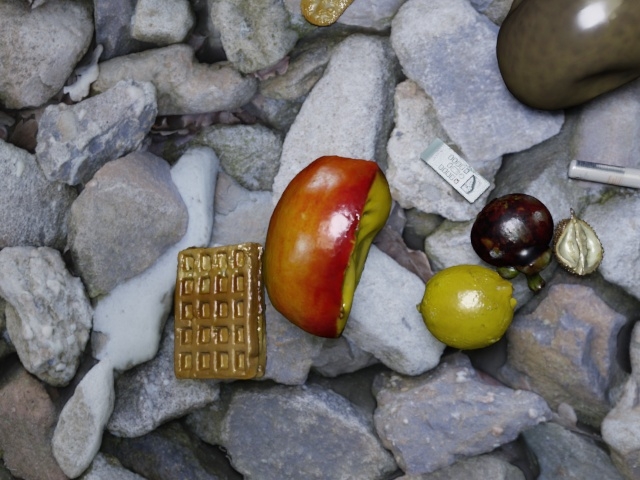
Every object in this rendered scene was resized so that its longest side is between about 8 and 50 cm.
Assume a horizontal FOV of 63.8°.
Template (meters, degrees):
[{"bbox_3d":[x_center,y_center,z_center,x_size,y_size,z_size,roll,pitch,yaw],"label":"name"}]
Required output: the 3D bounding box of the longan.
[{"bbox_3d":[0.508,-0.414,0.994,0.350,0.288,0.288,-37,73,36],"label":"longan"}]

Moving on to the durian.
[{"bbox_3d":[0.509,0.007,1.051,0.111,0.071,0.140,-1,78,-19],"label":"durian"}]

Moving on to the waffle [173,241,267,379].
[{"bbox_3d":[-0.243,0.170,1.252,0.224,0.098,0.327,-3,84,15],"label":"waffle"}]

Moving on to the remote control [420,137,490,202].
[{"bbox_3d":[0.301,-0.158,1.159,0.061,0.029,0.162,-46,78,9],"label":"remote control"}]

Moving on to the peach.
[{"bbox_3d":[0.000,0.000,1.097,0.243,0.306,0.380,22,96,11],"label":"peach"}]

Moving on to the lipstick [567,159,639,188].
[{"bbox_3d":[0.589,-0.138,1.063,0.141,0.040,0.040,13,88,19],"label":"lipstick"}]

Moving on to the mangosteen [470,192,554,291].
[{"bbox_3d":[0.396,-0.006,1.037,0.172,0.172,0.184,-38,53,9],"label":"mangosteen"}]

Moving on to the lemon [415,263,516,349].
[{"bbox_3d":[0.300,0.133,1.048,0.206,0.174,0.173,-25,76,40],"label":"lemon"}]

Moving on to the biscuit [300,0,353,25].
[{"bbox_3d":[0.049,-0.650,1.291,0.118,0.029,0.247,41,96,17],"label":"biscuit"}]
